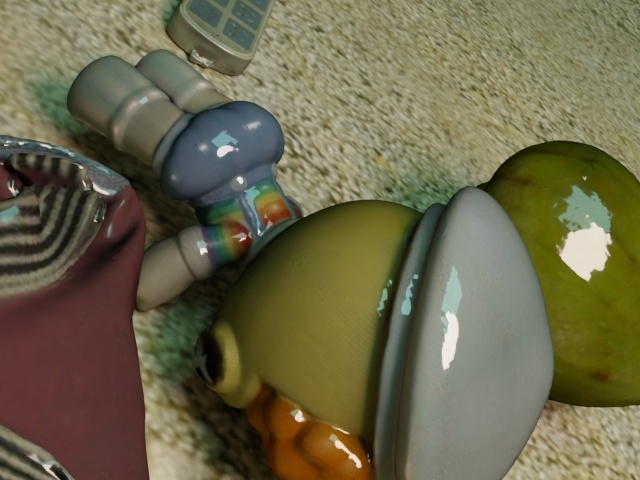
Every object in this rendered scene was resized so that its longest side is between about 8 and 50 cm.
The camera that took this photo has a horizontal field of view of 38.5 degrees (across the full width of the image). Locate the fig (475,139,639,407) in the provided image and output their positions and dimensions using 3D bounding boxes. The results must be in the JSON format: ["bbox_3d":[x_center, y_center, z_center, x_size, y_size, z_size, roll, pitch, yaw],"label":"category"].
[{"bbox_3d":[0.209,0.034,0.751,0.225,0.203,0.203,41,39,6],"label":"fig"}]

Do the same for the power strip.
[{"bbox_3d":[-0.082,-0.235,0.866,0.080,0.029,0.227,31,41,-16],"label":"power strip"}]

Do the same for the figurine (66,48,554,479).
[{"bbox_3d":[-0.018,0.007,0.588,0.381,0.205,0.224,37,33,4],"label":"figurine"}]

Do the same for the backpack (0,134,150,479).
[{"bbox_3d":[-0.218,0.070,0.354,0.317,0.197,0.283,11,52,-33],"label":"backpack"}]
